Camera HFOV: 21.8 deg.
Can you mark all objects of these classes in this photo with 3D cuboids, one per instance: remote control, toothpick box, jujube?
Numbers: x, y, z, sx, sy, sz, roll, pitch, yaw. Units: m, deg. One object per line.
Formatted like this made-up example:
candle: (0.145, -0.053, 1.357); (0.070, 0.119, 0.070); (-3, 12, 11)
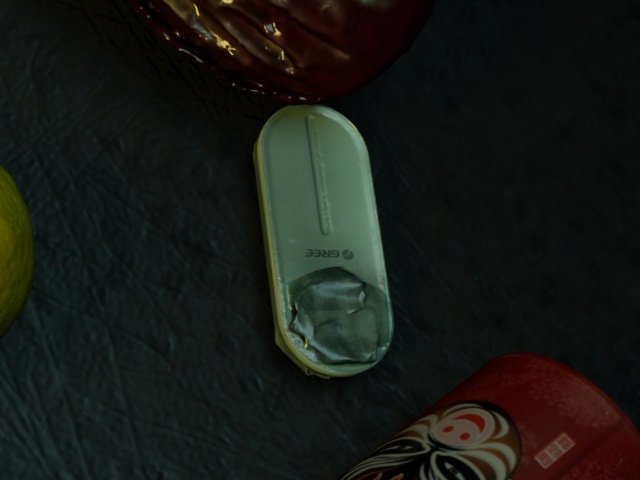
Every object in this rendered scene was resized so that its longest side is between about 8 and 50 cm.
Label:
remote control: (0.000, 0.000, 1.404); (0.104, 0.052, 0.247); (2, 66, -22)
toothpick box: (0.080, 0.251, 1.236); (0.333, 0.204, 0.204); (-33, 83, -32)
jujube: (-0.074, -0.284, 1.397); (0.376, 0.258, 0.258); (46, 56, -12)

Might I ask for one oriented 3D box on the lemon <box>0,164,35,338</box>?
lemon: (-0.294, 0.011, 1.192); (0.203, 0.178, 0.178); (-30, 81, -45)
